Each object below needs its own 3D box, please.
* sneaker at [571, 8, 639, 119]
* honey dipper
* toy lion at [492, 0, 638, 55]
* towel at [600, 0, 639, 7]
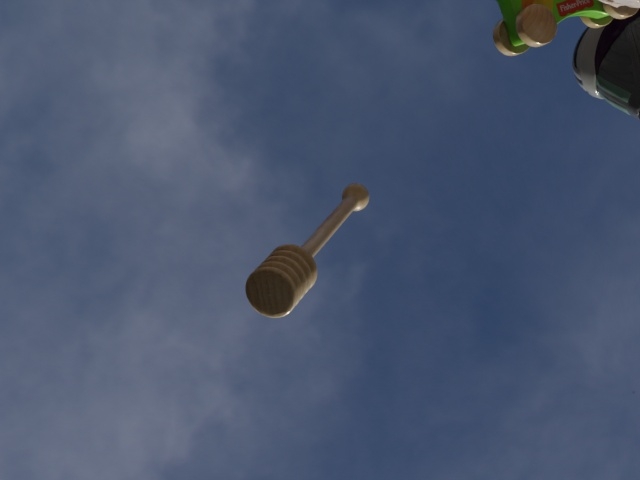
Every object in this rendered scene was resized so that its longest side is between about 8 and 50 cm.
[{"bbox_3d":[0.283,-0.168,0.826,0.224,0.083,0.098,-48,-129,9],"label":"sneaker"},{"bbox_3d":[0.000,0.000,0.710,0.030,0.161,0.031,8,-67,19],"label":"honey dipper"},{"bbox_3d":[0.124,-0.160,0.681,0.100,0.034,0.096,-20,-85,-23],"label":"toy lion"},{"bbox_3d":[0.026,-0.293,0.571,0.331,0.053,0.317,14,-115,-26],"label":"towel"}]
